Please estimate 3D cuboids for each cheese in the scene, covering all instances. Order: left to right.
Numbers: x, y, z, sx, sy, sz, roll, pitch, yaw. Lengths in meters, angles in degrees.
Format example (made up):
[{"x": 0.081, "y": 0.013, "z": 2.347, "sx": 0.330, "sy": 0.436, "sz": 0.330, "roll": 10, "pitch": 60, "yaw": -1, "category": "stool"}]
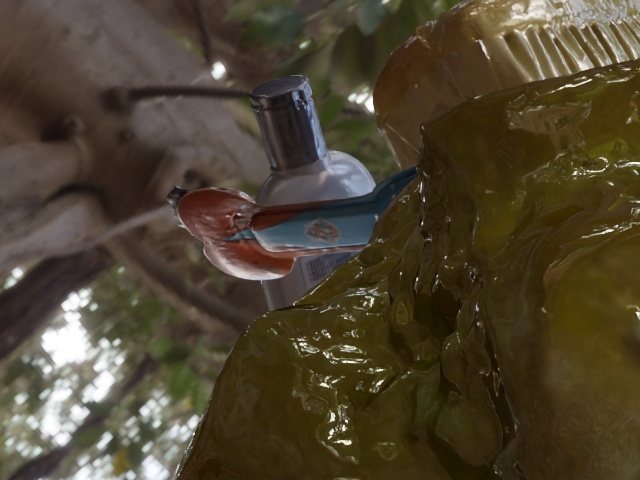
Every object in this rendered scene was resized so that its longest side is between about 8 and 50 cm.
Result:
[{"x": 0.047, "y": -0.012, "z": 0.811, "sx": 0.256, "sy": 0.037, "sz": 0.106, "roll": -4, "pitch": -37, "yaw": 21, "category": "cheese"}]

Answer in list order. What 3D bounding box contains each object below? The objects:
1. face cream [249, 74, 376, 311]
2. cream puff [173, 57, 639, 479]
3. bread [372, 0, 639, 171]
[{"x": 0.000, "y": 0.000, "z": 1.392, "sx": 0.071, "sy": 0.144, "sz": 0.291, "roll": 9, "pitch": -57, "yaw": 46, "category": "face cream"}, {"x": 0.151, "y": 0.048, "z": 0.580, "sx": 0.378, "sy": 0.378, "sz": 0.275, "roll": 13, "pitch": -82, "yaw": 19, "category": "cream puff"}, {"x": 0.137, "y": -0.103, "z": 1.022, "sx": 0.140, "sy": 0.236, "sz": 0.106, "roll": -38, "pitch": -106, "yaw": 36, "category": "bread"}]
